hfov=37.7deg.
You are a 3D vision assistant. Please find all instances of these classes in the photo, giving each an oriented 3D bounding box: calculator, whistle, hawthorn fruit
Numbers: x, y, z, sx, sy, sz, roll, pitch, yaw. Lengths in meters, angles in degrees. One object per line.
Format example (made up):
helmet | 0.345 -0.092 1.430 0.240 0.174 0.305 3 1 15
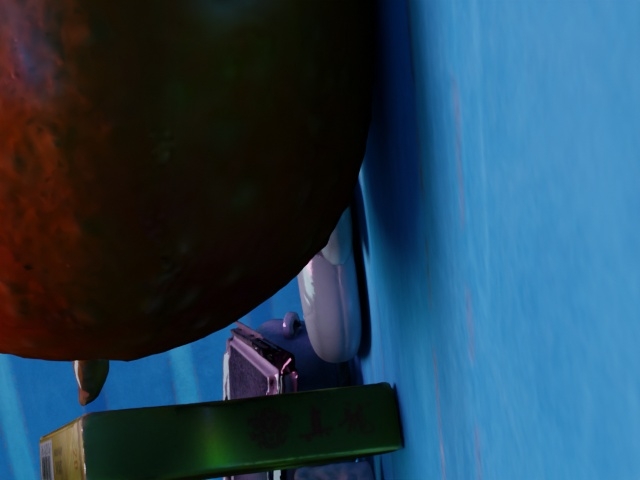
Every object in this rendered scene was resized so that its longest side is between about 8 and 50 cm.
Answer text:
calculator | 0.000 0.000 0.706 0.295 0.042 0.184 91 172 -78
whistle | -0.010 0.173 0.916 0.180 0.093 0.269 -63 -26 -49
hawthorn fruit | -0.103 -0.068 0.422 0.275 0.275 0.300 -112 23 -80
calculator | -0.053 0.217 0.822 0.165 0.028 0.274 -162 70 -67

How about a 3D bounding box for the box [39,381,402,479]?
box | -0.088 0.135 0.622 0.311 0.173 0.043 146 119 -65

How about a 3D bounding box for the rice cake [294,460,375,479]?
rice cake | 0.023 0.291 0.781 0.336 0.066 0.063 84 179 -47
